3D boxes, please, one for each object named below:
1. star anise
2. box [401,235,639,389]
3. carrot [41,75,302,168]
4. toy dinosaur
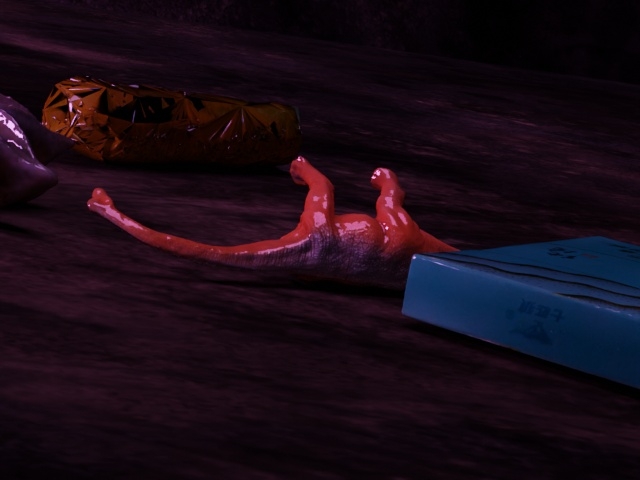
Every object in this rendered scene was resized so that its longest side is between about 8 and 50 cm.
[{"bbox_3d":[-0.243,-0.061,1.067,0.197,0.073,0.212,-1,17,-30],"label":"star anise"},{"bbox_3d":[0.173,0.037,0.987,0.161,0.042,0.226,15,11,34],"label":"box"},{"bbox_3d":[-0.107,-0.089,1.371,0.229,0.069,0.069,2,12,-41],"label":"carrot"},{"bbox_3d":[0.002,-0.005,1.024,0.280,0.055,0.101,10,33,-13],"label":"toy dinosaur"}]
